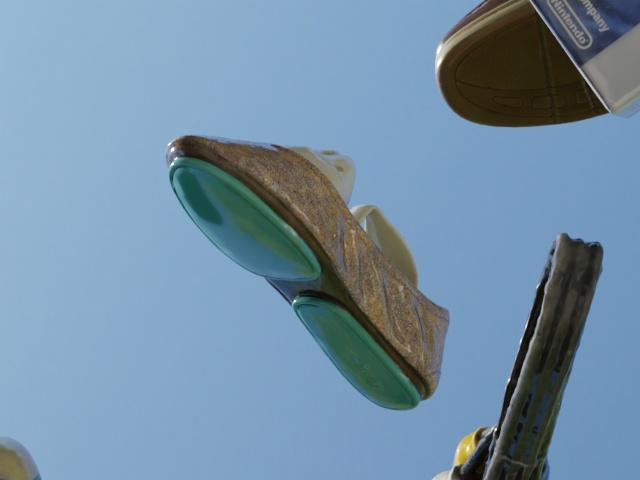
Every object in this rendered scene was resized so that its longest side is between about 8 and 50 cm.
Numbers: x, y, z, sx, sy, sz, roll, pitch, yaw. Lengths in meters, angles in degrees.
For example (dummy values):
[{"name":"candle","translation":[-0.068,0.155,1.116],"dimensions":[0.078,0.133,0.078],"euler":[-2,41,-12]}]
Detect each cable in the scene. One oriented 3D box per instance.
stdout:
[{"name":"cable","translation":[0.087,0.118,0.841],"dimensions":[0.072,0.287,0.139],"euler":[17,-129,13]}]

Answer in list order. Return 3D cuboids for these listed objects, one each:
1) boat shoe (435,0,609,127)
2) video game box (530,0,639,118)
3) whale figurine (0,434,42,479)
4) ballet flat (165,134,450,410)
[{"name":"boat shoe","translation":[0.236,-0.198,1.162],"dimensions":[0.342,0.123,0.123],"euler":[-27,-139,5]},{"name":"video game box","translation":[0.142,-0.186,0.651],"dimensions":[0.187,0.048,0.205],"euler":[-37,-100,15]},{"name":"whale figurine","translation":[-0.345,0.276,1.372],"dimensions":[0.216,0.272,0.141],"euler":[-20,-82,20]},{"name":"ballet flat","translation":[0.000,0.000,1.138],"dimensions":[0.107,0.316,0.106],"euler":[5,-124,39]}]
